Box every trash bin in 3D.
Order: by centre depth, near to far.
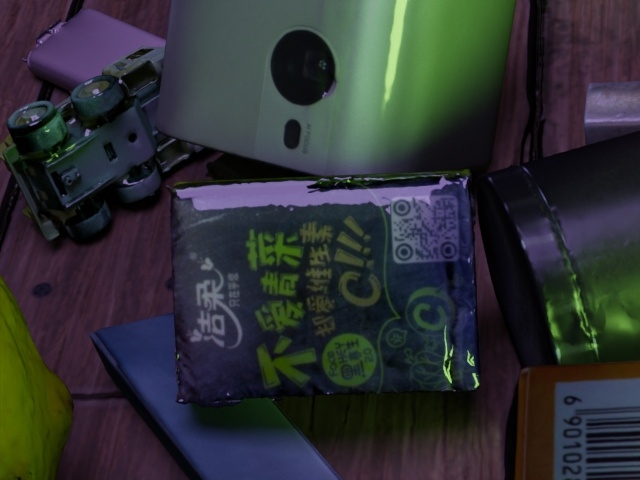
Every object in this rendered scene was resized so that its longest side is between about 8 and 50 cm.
[{"bbox_3d":[0.289,0.004,1.258,0.301,0.203,0.252,-17,1,-2],"label":"trash bin"}]

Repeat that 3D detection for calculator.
[{"bbox_3d":[-0.220,-0.184,1.707,0.175,0.032,0.100,26,58,34],"label":"calculator"}]

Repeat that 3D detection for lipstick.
[{"bbox_3d":[0.354,-0.101,1.430,0.253,0.079,0.077,1,46,16],"label":"lipstick"}]

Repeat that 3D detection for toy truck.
[{"bbox_3d":[-0.184,-0.123,1.576,0.259,0.128,0.135,-33,33,-17],"label":"toy truck"}]

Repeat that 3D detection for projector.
[{"bbox_3d":[0.021,-0.197,1.434,0.248,0.249,0.248,16,16,29],"label":"projector"}]

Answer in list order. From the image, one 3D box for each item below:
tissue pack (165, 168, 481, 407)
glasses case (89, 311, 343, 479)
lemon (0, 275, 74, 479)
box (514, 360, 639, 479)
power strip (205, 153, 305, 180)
[{"bbox_3d":[0.004,0.036,1.287,0.235,0.073,0.173,-3,86,2],"label":"tissue pack"},{"bbox_3d":[-0.080,0.155,1.323,0.105,0.056,0.266,-11,38,-32],"label":"glasses case"},{"bbox_3d":[-0.370,0.142,1.194,0.387,0.350,0.350,-10,43,-7],"label":"lemon"},{"bbox_3d":[0.172,0.306,0.941,0.116,0.264,0.415,-3,43,12],"label":"box"},{"bbox_3d":[0.000,0.000,1.427,0.052,0.078,0.272,-36,47,-18],"label":"power strip"}]
